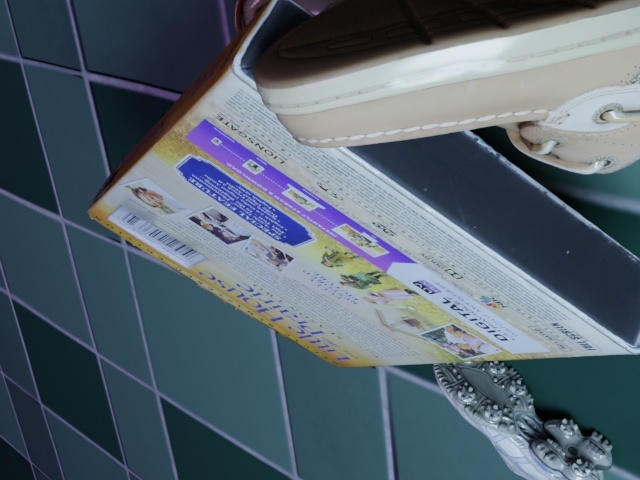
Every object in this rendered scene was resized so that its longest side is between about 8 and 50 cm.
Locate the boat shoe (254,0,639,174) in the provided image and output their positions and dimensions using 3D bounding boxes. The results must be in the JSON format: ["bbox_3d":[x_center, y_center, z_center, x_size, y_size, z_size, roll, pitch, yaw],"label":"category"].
[{"bbox_3d":[0.140,-0.085,0.444,0.122,0.341,0.110,-107,6,-59],"label":"boat shoe"}]

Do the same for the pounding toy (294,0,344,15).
[{"bbox_3d":[0.097,-0.204,0.564,0.110,0.237,0.183,30,-176,-26],"label":"pounding toy"}]

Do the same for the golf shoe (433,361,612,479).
[{"bbox_3d":[0.164,0.169,0.776,0.176,0.069,0.086,40,144,29],"label":"golf shoe"}]

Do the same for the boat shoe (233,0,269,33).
[{"bbox_3d":[-0.011,-0.204,0.700,0.342,0.123,0.123,49,141,18],"label":"boat shoe"}]

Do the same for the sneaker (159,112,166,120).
[{"bbox_3d":[-0.075,-0.086,0.872,0.276,0.097,0.135,9,121,49],"label":"sneaker"}]

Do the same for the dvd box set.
[{"bbox_3d":[0.000,0.000,0.687,0.307,0.062,0.420,33,159,-16],"label":"dvd box set"}]
